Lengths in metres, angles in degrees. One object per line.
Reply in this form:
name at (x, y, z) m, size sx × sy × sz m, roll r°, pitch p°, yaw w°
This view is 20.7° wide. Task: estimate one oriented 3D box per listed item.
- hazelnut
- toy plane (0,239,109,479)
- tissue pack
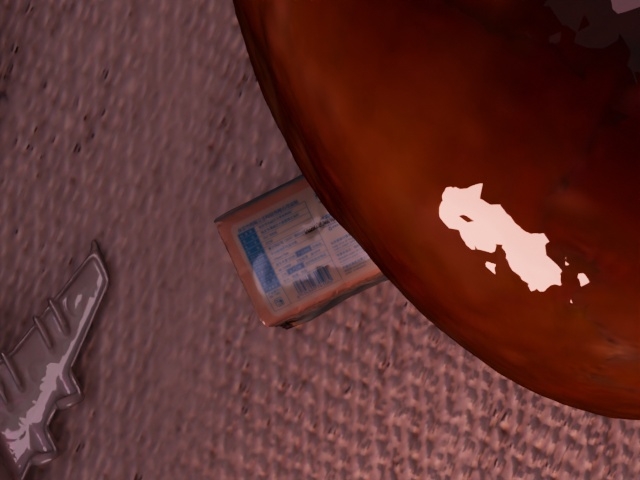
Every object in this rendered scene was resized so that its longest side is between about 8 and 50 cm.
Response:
hazelnut at (0.143, -0.148, 0.773) m, size 0.402 × 0.402 × 0.429 m, roll -39°, pitch 69°, yaw 10°
toy plane at (-0.218, 0.105, 0.978) m, size 0.251 × 0.101 × 0.255 m, roll -25°, pitch 89°, yaw -1°
tissue pack at (0.000, 0.000, 0.954) m, size 0.094 × 0.059 × 0.074 m, roll -25°, pitch 86°, yaw 11°
